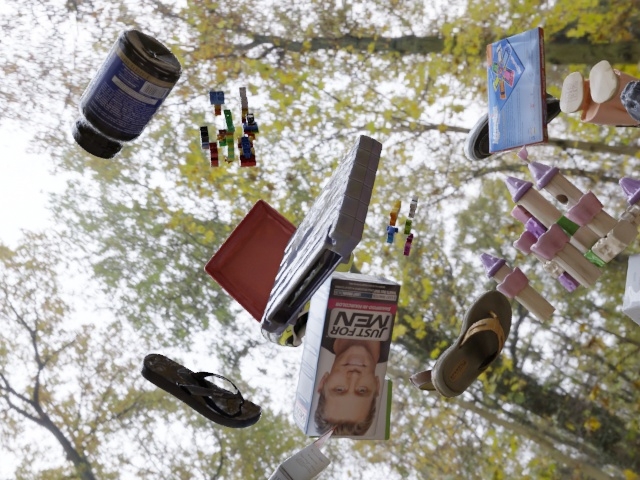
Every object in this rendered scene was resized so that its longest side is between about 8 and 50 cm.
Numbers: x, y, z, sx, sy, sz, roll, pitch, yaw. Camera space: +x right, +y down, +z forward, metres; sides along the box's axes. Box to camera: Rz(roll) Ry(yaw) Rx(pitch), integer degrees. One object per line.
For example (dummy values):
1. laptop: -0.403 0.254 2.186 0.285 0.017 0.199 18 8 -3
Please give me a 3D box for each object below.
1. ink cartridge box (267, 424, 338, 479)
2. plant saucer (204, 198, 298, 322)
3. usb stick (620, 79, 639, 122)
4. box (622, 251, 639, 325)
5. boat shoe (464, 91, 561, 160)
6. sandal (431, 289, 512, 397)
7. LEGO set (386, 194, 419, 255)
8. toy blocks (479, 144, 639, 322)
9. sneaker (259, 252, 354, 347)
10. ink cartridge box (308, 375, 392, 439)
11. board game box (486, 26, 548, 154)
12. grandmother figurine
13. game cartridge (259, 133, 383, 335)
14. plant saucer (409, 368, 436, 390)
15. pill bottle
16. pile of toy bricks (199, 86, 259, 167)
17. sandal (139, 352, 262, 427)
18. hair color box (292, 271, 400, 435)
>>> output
1. ink cartridge box: -0.071 0.513 1.222 0.275 0.060 0.238 -56 -23 19
2. plant saucer: -0.155 0.056 1.676 0.259 0.258 0.047 -52 -29 0
3. usb stick: 0.442 -0.095 0.638 0.077 0.278 0.045 10 -63 -44
4. box: 0.631 0.108 1.078 0.170 0.091 0.130 37 -125 -13
5. boat shoe: 0.581 -0.349 1.837 0.335 0.119 0.121 -38 -58 -10
6. sandal: 0.220 0.142 0.847 0.072 0.049 0.180 45 -118 -3
7. LEGO set: 0.256 -0.068 1.916 0.227 0.086 0.093 90 -163 -48
8. toy blocks: 0.480 -0.046 1.253 0.309 0.260 0.289 -40 -17 -18
9. sneaker: -0.009 0.181 1.880 0.385 0.147 0.145 -50 -46 -17
10. ink cartridge box: 0.088 0.518 1.923 0.254 0.097 0.189 3 -91 -8
11. board game box: 0.477 -0.361 1.494 0.027 0.145 0.282 7 -100 -43
12. grandmother figurine: 0.613 -0.246 1.156 0.342 0.207 0.104 7 -89 -25
13. game cartridge: 0.000 0.000 1.088 0.068 0.355 0.230 28 -129 -8
14. plant saucer: 0.312 0.353 1.557 0.168 0.168 0.029 19 -127 -43
15. pill bottle: -0.354 -0.255 1.101 0.122 0.123 0.219 19 -56 -43
16. pile of toy bricks: -0.186 -0.207 1.252 0.117 0.212 0.105 -5 -36 -10
17. sandal: -0.226 0.283 1.176 0.254 0.097 0.055 27 -76 -3
18. hair color box: 0.056 0.249 1.359 0.173 0.105 0.348 7 -85 -22
